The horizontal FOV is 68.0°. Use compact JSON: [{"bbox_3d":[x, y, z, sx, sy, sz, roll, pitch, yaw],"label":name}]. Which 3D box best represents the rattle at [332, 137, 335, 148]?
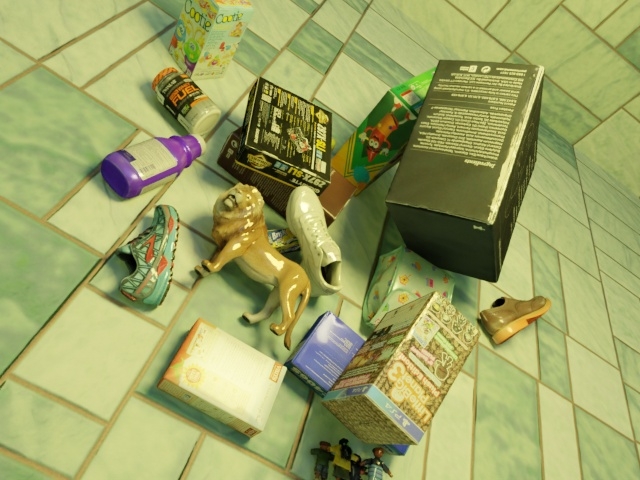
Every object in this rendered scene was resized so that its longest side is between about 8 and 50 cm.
[{"bbox_3d":[-0.059,-0.324,1.633,0.200,0.142,0.130,22,13,-1],"label":"rattle"}]

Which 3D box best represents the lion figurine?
[{"bbox_3d":[-0.142,0.056,1.169,0.392,0.142,0.240,47,61,-4],"label":"lion figurine"}]

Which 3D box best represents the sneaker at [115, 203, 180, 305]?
[{"bbox_3d":[-0.393,0.015,1.075,0.125,0.104,0.261,14,50,-25],"label":"sneaker"}]

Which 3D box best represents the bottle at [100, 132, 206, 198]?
[{"bbox_3d":[-0.420,-0.209,1.234,0.118,0.092,0.283,46,43,2],"label":"bottle"}]

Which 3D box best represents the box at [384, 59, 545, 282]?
[{"bbox_3d":[0.448,-0.187,1.420,0.298,0.480,0.471,14,73,26],"label":"box"}]

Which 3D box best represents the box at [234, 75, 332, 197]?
[{"bbox_3d":[-0.094,-0.302,1.360,0.257,0.079,0.321,22,47,-24],"label":"box"}]

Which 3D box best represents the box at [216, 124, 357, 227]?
[{"bbox_3d":[-0.096,-0.197,1.431,0.381,0.143,0.191,39,43,-2],"label":"box"}]

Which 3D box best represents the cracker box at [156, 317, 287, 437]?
[{"bbox_3d":[-0.205,0.294,1.020,0.232,0.067,0.155,33,45,-10],"label":"cracker box"}]

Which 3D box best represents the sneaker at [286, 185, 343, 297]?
[{"bbox_3d":[0.000,0.000,1.263,0.114,0.152,0.304,-14,94,-34],"label":"sneaker"}]

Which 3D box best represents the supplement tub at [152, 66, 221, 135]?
[{"bbox_3d":[-0.394,-0.407,1.389,0.190,0.117,0.117,45,43,3],"label":"supplement tub"}]

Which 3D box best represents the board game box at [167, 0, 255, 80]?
[{"bbox_3d":[-0.352,-0.666,1.505,0.144,0.275,0.142,-26,75,-45],"label":"board game box"}]

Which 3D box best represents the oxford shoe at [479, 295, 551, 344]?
[{"bbox_3d":[0.694,0.241,1.675,0.364,0.130,0.132,-13,59,-43],"label":"oxford shoe"}]

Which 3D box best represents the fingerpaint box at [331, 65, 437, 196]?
[{"bbox_3d":[0.273,-0.396,1.681,0.163,0.371,0.445,47,44,3],"label":"fingerpaint box"}]

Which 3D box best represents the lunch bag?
[{"bbox_3d":[0.255,0.182,1.380,0.223,0.160,0.262,32,55,-16],"label":"lunch bag"}]

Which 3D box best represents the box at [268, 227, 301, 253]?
[{"bbox_3d":[-0.114,0.004,1.316,0.169,0.059,0.054,-8,65,-40],"label":"box"}]

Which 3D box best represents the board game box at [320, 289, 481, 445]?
[{"bbox_3d":[0.174,0.282,1.044,0.141,0.232,0.291,44,60,-1],"label":"board game box"}]

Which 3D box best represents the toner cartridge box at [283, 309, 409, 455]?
[{"bbox_3d":[0.095,0.348,1.162,0.348,0.075,0.165,41,61,-2],"label":"toner cartridge box"}]

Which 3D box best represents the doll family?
[{"bbox_3d":[0.071,0.502,1.060,0.193,0.076,0.111,33,40,-18],"label":"doll family"}]
